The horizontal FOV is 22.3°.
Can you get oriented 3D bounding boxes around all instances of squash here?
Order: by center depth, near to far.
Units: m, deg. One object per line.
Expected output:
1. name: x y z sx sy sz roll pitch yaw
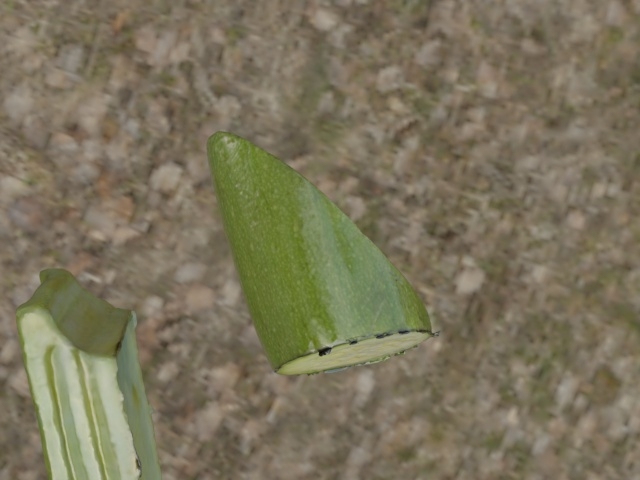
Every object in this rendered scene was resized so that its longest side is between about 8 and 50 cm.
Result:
1. squash: 0.000 0.000 1.682 0.189 0.189 0.260 -2 72 -42

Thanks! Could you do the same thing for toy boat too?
1. toy boat: -0.160 0.157 1.186 0.084 0.111 0.276 -2 111 3
